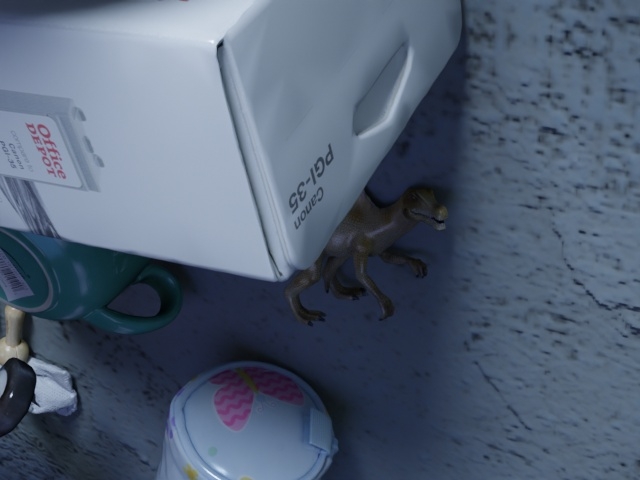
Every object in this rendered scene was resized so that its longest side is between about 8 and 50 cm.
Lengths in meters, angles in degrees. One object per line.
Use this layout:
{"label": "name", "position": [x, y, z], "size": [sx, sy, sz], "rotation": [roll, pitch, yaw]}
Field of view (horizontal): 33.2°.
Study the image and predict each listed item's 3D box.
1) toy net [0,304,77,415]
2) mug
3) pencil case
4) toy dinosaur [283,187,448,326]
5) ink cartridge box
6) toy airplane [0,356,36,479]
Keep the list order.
{"label": "toy net", "position": [-0.295, 0.074, 0.909], "size": [0.122, 0.045, 0.232], "rotation": [-8, 122, 37]}
{"label": "mug", "position": [-0.169, -0.004, 0.720], "size": [0.157, 0.097, 0.129], "rotation": [27, 136, 12]}
{"label": "pencil case", "position": [-0.072, 0.210, 0.832], "size": [0.124, 0.113, 0.273], "rotation": [20, 136, 3]}
{"label": "toy dinosaur", "position": [0.000, 0.000, 0.660], "size": [0.183, 0.053, 0.093], "rotation": [-1, 110, 25]}
{"label": "ink cartridge box", "position": [-0.101, -0.109, 0.502], "size": [0.282, 0.207, 0.117], "rotation": [10, 135, 26]}
{"label": "toy airplane", "position": [-0.405, 0.169, 0.847], "size": [0.386, 0.273, 0.384], "rotation": [23, 167, 9]}
